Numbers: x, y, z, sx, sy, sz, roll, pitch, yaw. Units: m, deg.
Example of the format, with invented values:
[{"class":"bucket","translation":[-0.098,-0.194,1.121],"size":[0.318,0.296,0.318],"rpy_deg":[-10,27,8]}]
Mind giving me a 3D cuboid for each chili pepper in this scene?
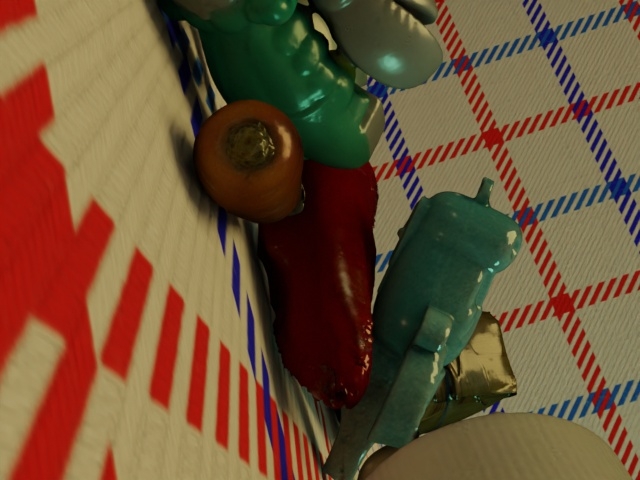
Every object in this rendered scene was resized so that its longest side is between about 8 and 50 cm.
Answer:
[{"class":"chili pepper","translation":[0.000,0.000,0.729],"size":[0.388,0.110,0.110],"rpy_deg":[-91,166,-54]}]

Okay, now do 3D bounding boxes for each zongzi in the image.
[{"class":"zongzi","translation":[0.035,0.166,0.940],"size":[0.260,0.289,0.123],"rpy_deg":[-33,-111,48]}]

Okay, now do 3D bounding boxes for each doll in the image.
[{"class":"doll","translation":[-0.013,-0.155,0.627],"size":[0.194,0.153,0.258],"rpy_deg":[27,-13,11]}]

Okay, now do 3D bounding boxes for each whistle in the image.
[{"class":"whistle","translation":[0.074,0.073,0.708],"size":[0.274,0.093,0.186],"rpy_deg":[-64,175,8]}]

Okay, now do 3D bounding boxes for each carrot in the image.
[{"class":"carrot","translation":[-0.042,-0.045,0.575],"size":[0.225,0.067,0.067],"rpy_deg":[74,-2,-86]}]

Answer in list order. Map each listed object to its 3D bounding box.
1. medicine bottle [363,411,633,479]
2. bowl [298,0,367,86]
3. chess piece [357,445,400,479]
[{"class":"medicine bottle","translation":[0.129,0.274,0.400],"size":[0.371,0.211,0.211],"rpy_deg":[-106,178,-57]},{"class":"bowl","translation":[-0.038,-0.301,1.371],"size":[0.354,0.185,0.354],"rpy_deg":[-18,90,-88]},{"class":"chess piece","translation":[0.130,0.365,0.951],"size":[0.167,0.167,0.300],"rpy_deg":[68,-2,-72]}]
